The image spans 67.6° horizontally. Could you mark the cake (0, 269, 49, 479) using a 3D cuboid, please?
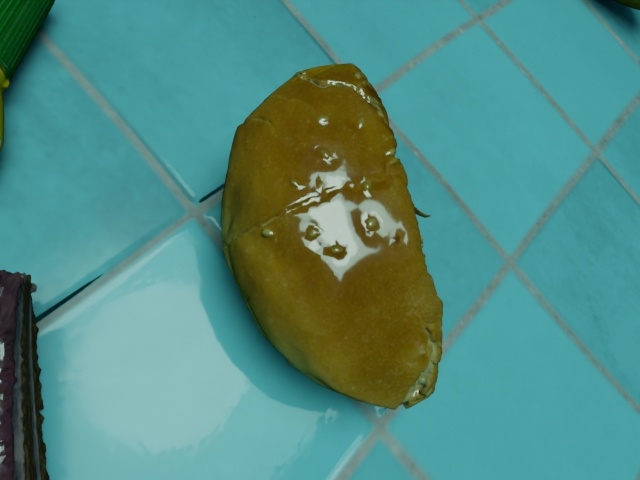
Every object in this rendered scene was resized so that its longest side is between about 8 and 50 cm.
[{"bbox_3d":[-0.184,0.162,0.268,0.112,0.116,0.296,7,71,-24],"label":"cake"}]

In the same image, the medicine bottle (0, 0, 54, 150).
[{"bbox_3d":[-0.276,-0.110,0.358,0.094,0.064,0.261,20,64,-14],"label":"medicine bottle"}]

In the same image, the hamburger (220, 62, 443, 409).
[{"bbox_3d":[0.000,0.000,0.383,0.156,0.144,0.283,-9,77,-24],"label":"hamburger"}]

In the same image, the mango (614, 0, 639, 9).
[{"bbox_3d":[0.470,-0.463,0.761,0.268,0.111,0.133,50,46,3],"label":"mango"}]
